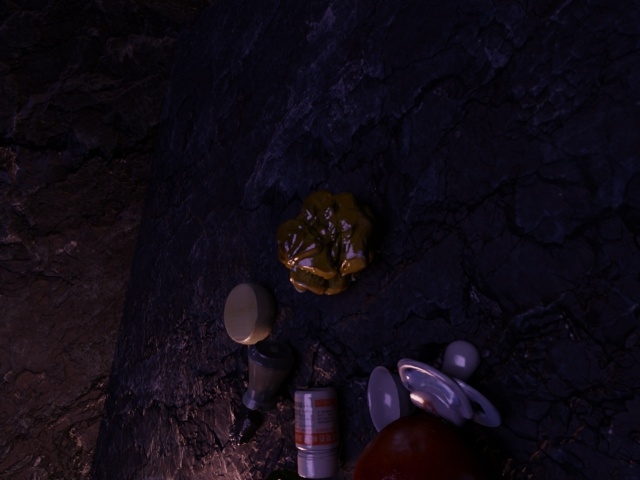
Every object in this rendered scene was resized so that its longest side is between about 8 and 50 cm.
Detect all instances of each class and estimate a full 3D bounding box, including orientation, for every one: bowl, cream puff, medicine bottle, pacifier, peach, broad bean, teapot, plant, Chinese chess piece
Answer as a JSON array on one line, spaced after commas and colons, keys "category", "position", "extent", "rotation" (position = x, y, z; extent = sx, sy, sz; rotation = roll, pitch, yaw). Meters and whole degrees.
[{"category": "bowl", "position": [0.208, 0.442, 1.196], "extent": [0.189, 0.086, 0.188], "rotation": [-177, 90, -70]}, {"category": "cream puff", "position": [0.000, 0.000, 1.397], "extent": [0.379, 0.276, 0.377], "rotation": [-17, 67, 44]}, {"category": "medicine bottle", "position": [-0.011, 0.602, 1.365], "extent": [0.145, 0.145, 0.251], "rotation": [-14, 72, 44]}, {"category": "pacifier", "position": [0.330, 0.336, 1.075], "extent": [0.279, 0.227, 0.207], "rotation": [13, 51, 47]}, {"category": "peach", "position": [0.230, 0.617, 0.948], "extent": [0.335, 0.310, 0.404], "rotation": [-3, 100, 49]}, {"category": "broad bean", "position": [-0.096, 0.857, 1.460], "extent": [0.292, 0.050, 0.143], "rotation": [20, 96, 46]}, {"category": "teapot", "position": [-0.199, 0.488, 1.587], "extent": [0.203, 0.171, 0.224], "rotation": [-115, 40, -73]}, {"category": "plant", "position": [-0.294, 0.726, 1.668], "extent": [0.094, 0.092, 0.143], "rotation": [45, 105, 34]}, {"category": "Chinese chess piece", "position": [-0.288, 0.294, 1.749], "extent": [0.251, 0.101, 0.249], "rotation": [-13, 72, 44]}]

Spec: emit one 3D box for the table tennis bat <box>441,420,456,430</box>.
[{"category": "table tennis bat", "position": [0.271, 0.546, 1.163], "extent": [0.257, 0.039, 0.160], "rotation": [-53, 48, 31]}]
